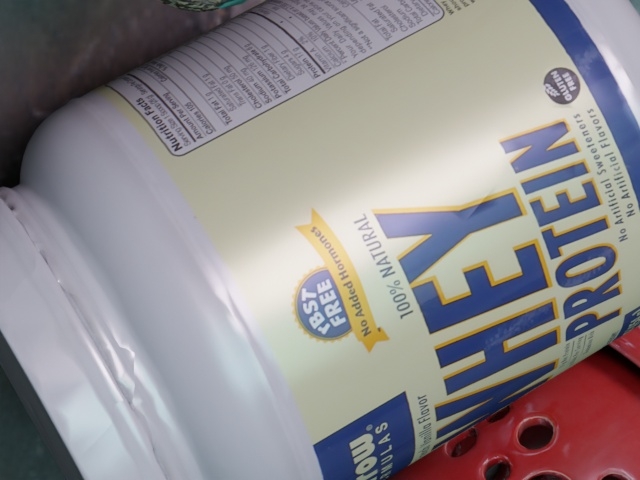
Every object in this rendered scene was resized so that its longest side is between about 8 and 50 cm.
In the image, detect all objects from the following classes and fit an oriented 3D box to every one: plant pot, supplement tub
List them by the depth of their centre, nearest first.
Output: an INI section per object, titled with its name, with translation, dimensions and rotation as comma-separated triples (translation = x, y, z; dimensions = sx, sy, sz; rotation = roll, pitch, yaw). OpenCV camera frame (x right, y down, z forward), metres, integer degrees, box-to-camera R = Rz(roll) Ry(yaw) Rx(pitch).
[supplement tub]
translation = 0.000, 0.000, 0.848
dimensions = 0.325, 0.235, 0.235
rotation = -30, 119, -13
[plant pot]
translation = 0.160, 0.147, 1.012
dimensions = 0.174, 0.191, 0.191
rotation = -45, 122, -8

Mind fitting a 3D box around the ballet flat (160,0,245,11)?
[ballet flat]
translation = -0.131, -0.302, 0.670
dimensions = 0.164, 0.182, 0.483
rotation = -21, 81, -44
